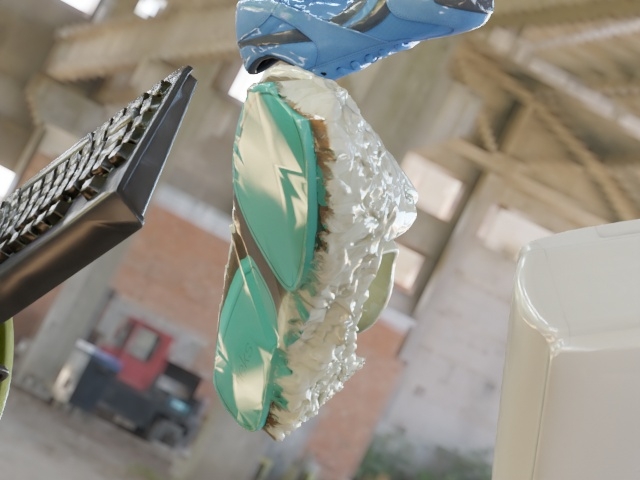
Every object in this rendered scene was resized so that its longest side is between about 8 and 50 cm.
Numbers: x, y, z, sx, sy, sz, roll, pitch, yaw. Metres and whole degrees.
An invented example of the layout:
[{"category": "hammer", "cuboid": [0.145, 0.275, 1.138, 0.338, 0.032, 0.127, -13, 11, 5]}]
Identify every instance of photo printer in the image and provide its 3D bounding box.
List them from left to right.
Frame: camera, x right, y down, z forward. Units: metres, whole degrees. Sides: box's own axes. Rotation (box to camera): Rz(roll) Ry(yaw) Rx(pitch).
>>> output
[{"category": "photo printer", "cuboid": [0.245, 0.109, 1.221, 0.256, 0.107, 0.307, -8, -38, -6]}]

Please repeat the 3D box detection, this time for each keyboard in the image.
[{"category": "keyboard", "cuboid": [-0.191, 0.030, 0.999, 0.033, 0.201, 0.317, 36, -43, -22]}]

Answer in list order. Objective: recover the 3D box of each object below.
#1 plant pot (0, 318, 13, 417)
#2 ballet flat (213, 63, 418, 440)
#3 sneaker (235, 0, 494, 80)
[{"category": "plant pot", "cuboid": [-0.390, 0.081, 1.144, 0.275, 0.274, 0.293, 30, -35, -31]}, {"category": "ballet flat", "cuboid": [0.000, 0.000, 1.332, 0.147, 0.147, 0.409, 26, -34, 7]}, {"category": "sneaker", "cuboid": [0.031, -0.150, 1.306, 0.209, 0.082, 0.069, 4, 5, 31]}]
